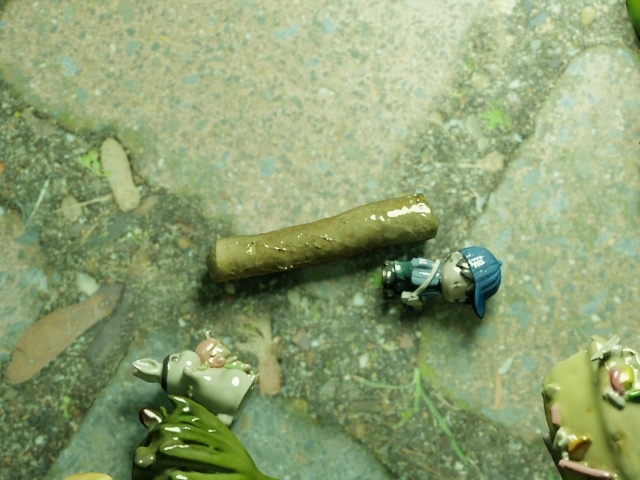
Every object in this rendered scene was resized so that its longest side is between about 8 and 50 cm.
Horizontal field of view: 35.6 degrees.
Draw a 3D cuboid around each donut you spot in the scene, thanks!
[{"bbox_3d":[0.385,0.253,1.110,0.150,0.371,0.307,-29,72,29],"label":"donut"}]

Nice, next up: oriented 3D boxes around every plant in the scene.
[{"bbox_3d":[-0.092,0.312,1.244,0.334,0.180,0.251,2,89,-26],"label":"plant"}]

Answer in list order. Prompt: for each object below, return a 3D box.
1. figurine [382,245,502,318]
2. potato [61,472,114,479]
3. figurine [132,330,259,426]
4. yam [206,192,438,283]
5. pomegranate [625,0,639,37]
[{"bbox_3d":[0.157,0.052,1.281,0.149,0.086,0.087,1,41,13],"label":"figurine"},{"bbox_3d":[-0.294,0.324,1.254,0.083,0.062,0.068,-20,109,36],"label":"potato"},{"bbox_3d":[-0.157,0.170,1.279,0.146,0.081,0.098,27,40,10],"label":"figurine"},{"bbox_3d":[0.000,0.000,1.294,0.300,0.066,0.066,-14,81,-1],"label":"yam"},{"bbox_3d":[0.530,-0.292,1.243,0.310,0.216,0.358,29,84,2],"label":"pomegranate"}]
